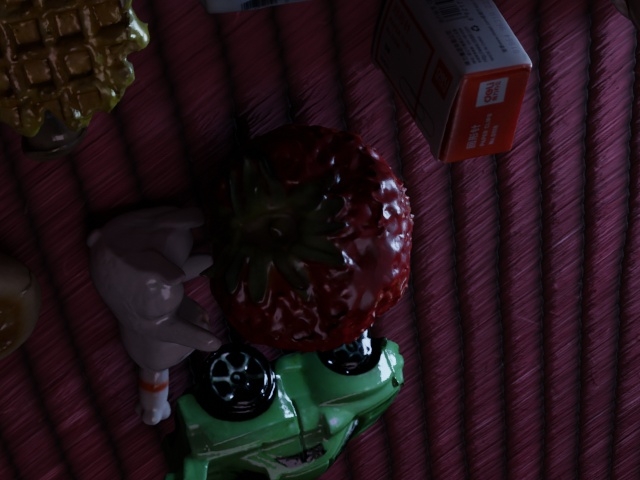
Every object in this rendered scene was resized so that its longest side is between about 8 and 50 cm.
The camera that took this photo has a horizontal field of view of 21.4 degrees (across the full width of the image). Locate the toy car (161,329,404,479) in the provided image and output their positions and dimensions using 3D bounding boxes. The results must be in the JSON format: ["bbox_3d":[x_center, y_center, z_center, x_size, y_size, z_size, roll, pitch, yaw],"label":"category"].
[{"bbox_3d":[-0.062,0.235,2.140,0.358,0.176,0.213,-12,158,-19],"label":"toy car"}]

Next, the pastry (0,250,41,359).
[{"bbox_3d":[-0.387,0.070,1.873,0.156,0.092,0.156,-18,144,-13],"label":"pastry"}]

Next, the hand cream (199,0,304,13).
[{"bbox_3d":[0.005,-0.287,1.673,0.340,0.078,0.124,-11,134,-2],"label":"hand cream"}]

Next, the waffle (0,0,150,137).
[{"bbox_3d":[-0.275,-0.230,1.559,0.262,0.060,0.280,31,117,-17],"label":"waffle"}]

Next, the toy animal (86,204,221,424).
[{"bbox_3d":[-0.178,0.084,1.968,0.138,0.141,0.282,-7,135,8],"label":"toy animal"}]

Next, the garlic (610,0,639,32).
[{"bbox_3d":[0.430,-0.304,1.875,0.214,0.160,0.191,-44,144,24],"label":"garlic"}]

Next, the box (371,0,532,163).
[{"bbox_3d":[0.139,-0.193,1.815,0.099,0.182,0.133,-11,142,-20],"label":"box"}]

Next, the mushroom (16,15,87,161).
[{"bbox_3d":[-0.264,-0.170,1.686,0.092,0.081,0.223,4,133,-19],"label":"mushroom"}]

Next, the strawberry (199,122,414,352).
[{"bbox_3d":[0.000,0.000,1.913,0.257,0.257,0.277,-38,165,13],"label":"strawberry"}]
